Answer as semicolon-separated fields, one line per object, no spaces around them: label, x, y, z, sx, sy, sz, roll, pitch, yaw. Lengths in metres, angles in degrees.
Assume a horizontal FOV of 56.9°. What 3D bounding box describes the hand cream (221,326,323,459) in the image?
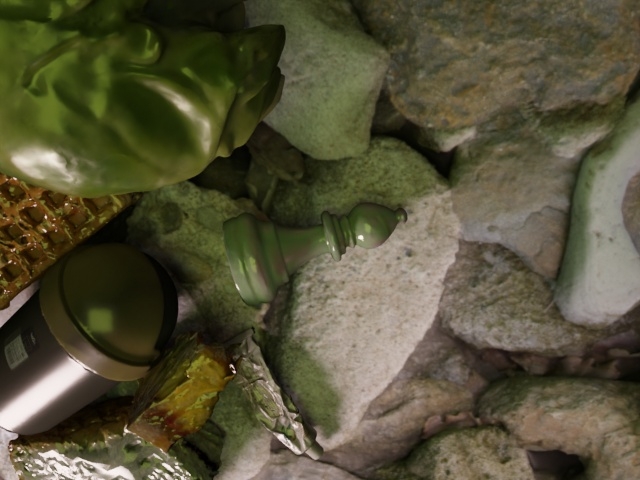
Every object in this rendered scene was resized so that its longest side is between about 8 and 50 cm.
hand cream;-0.079;0.268;0.991;0.084;0.050;0.257;-32;97;15

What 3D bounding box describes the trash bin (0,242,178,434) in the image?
trash bin;-0.355;0.140;0.896;0.333;0.214;0.214;-39;99;19

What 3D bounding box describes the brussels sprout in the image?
brussels sprout;-0.274;-0.238;0.678;0.361;0.342;0.425;-43;102;-14

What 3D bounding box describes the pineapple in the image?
pineapple;-0.212;0.222;0.896;0.114;0.186;0.236;36;147;-12

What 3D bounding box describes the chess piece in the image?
chess piece;0.000;0.000;0.882;0.271;0.139;0.139;-15;104;-3

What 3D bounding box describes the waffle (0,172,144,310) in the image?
waffle;-0.457;-0.054;0.911;0.308;0.091;0.213;-36;100;13

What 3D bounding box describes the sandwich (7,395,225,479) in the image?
sandwich;-0.321;0.399;1.001;0.325;0.131;0.262;-14;102;7
